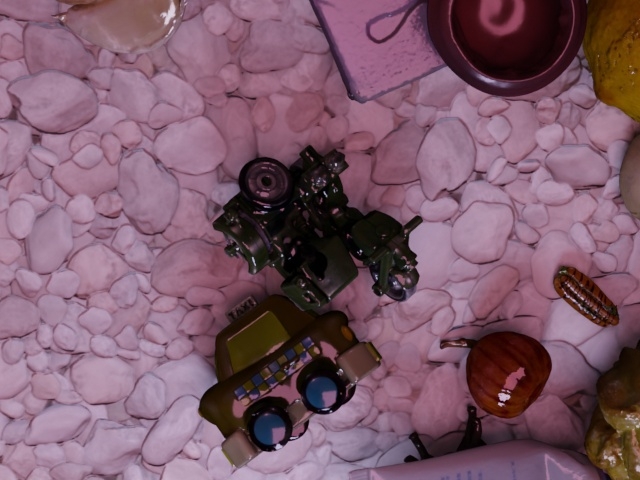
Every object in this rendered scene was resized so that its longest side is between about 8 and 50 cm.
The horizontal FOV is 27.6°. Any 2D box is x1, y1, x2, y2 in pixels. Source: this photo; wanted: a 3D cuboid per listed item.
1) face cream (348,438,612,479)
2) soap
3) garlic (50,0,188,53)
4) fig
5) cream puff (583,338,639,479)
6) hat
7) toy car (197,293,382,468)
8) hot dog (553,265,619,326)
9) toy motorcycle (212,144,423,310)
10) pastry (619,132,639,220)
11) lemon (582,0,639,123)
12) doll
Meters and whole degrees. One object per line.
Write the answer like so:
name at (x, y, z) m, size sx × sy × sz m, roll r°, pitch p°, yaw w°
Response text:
face cream at (0.240, 0.399, 1.834) m, size 0.420 × 0.137 × 0.234 m, roll -8°, pitch 95°, yaw -26°
soap at (0.111, -0.362, 1.665) m, size 0.285 × 0.107 × 0.296 m, roll -25°, pitch 109°, yaw 2°
garlic at (-0.282, -0.371, 1.584) m, size 0.203 × 0.184 × 0.281 m, roll -23°, pitch 131°, yaw 26°
fig at (0.256, 0.188, 1.848) m, size 0.128 × 0.150 × 0.128 m, roll -3°, pitch 94°, yaw -40°
cream puff at (0.487, 0.244, 1.839) m, size 0.196 × 0.244 × 0.244 m, roll 16°, pitch 107°, yaw 24°
hat at (0.228, -0.278, 1.607) m, size 0.206 × 0.089 × 0.205 m, roll -2°, pitch 103°, yaw -7°
toy car at (-0.062, 0.171, 1.777) m, size 0.248 × 0.204 × 0.198 m, roll -37°, pitch 84°, yaw 3°
hot dog at (0.383, 0.083, 1.865) m, size 0.122 × 0.037 × 0.049 m, roll 37°, pitch 102°, yaw -14°
toy motorcycle at (0.000, 0.000, 1.708) m, size 0.205 × 0.127 × 0.275 m, roll -41°, pitch 90°, yaw -25°
pastry at (0.492, -0.088, 1.802) m, size 0.156 × 0.092 × 0.156 m, roll 0°, pitch 109°, yaw 0°
lemon at (0.479, -0.278, 1.657) m, size 0.258 × 0.258 × 0.310 m, roll 41°, pitch 103°, yaw -16°
doll at (0.194, 0.339, 1.908) m, size 0.139 × 0.057 × 0.165 m, roll -24°, pitch 116°, yaw -2°
